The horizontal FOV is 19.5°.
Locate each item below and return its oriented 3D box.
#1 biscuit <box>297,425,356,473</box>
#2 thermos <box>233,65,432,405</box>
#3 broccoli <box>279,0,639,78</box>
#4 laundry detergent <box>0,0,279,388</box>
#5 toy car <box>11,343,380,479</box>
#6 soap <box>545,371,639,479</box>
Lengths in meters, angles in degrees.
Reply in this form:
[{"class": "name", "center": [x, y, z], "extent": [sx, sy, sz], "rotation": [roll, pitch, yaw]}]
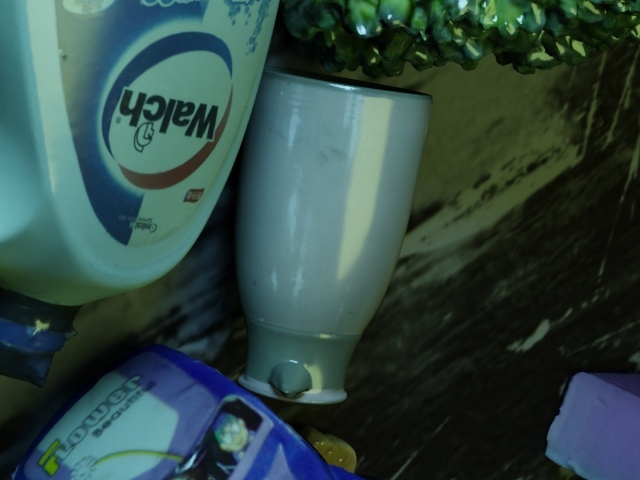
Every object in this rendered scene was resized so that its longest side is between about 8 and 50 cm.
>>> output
[{"class": "biscuit", "center": [-0.065, 0.221, 1.201], "extent": [0.236, 0.040, 0.144], "rotation": [-29, 124, -33]}, {"class": "thermos", "center": [0.000, 0.000, 1.091], "extent": [0.137, 0.105, 0.193], "rotation": [-73, 171, -82]}, {"class": "broccoli", "center": [0.111, -0.217, 1.066], "extent": [0.288, 0.248, 0.245], "rotation": [-15, 85, -30]}, {"class": "laundry detergent", "center": [-0.134, -0.061, 0.925], "extent": [0.215, 0.105, 0.280], "rotation": [9, 105, -49]}, {"class": "toy car", "center": [-0.062, 0.159, 1.030], "extent": [0.172, 0.235, 0.158], "rotation": [-46, 125, -19]}, {"class": "soap", "center": [0.325, 0.170, 1.474], "extent": [0.259, 0.181, 0.081], "rotation": [7, 105, -47]}]
